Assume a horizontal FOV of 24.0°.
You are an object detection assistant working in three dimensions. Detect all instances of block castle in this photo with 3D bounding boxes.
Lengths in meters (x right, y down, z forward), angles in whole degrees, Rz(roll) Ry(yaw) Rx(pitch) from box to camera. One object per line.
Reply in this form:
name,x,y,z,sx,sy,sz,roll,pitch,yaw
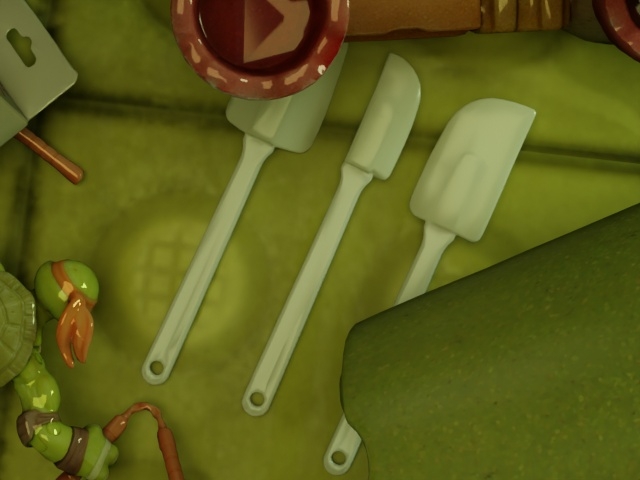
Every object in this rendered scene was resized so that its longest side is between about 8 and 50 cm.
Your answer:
block castle,0.053,-0.303,0.735,0.303,0.213,0.453,-4,98,-7

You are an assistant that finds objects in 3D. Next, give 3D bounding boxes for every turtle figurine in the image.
turtle figurine,-0.202,0.074,0.845,0.217,0.087,0.269,-29,83,2

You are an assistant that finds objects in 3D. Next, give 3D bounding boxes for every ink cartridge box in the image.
ink cartridge box,-0.240,-0.078,0.849,0.181,0.061,0.104,-39,56,1

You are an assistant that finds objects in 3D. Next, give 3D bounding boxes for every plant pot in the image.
plant pot,0.156,0.095,0.762,0.254,0.276,0.276,-16,87,13

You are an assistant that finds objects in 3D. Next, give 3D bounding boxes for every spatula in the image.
spatula,0.000,0.000,0.880,0.168,0.019,0.242,25,93,2
